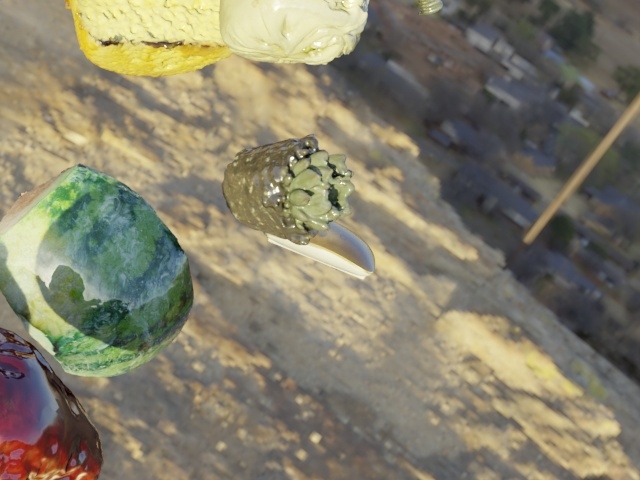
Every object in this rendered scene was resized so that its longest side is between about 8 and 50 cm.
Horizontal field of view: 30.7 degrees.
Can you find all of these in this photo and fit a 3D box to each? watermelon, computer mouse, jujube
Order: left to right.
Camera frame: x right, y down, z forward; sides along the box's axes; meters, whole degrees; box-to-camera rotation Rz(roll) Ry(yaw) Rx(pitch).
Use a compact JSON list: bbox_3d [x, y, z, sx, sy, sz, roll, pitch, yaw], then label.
[{"bbox_3d":[-0.317,0.182,1.107,0.190,0.190,0.255,57,4,40],"label":"jujube"},{"bbox_3d":[-0.286,0.060,1.549,0.305,0.224,0.180,54,-9,-26],"label":"watermelon"},{"bbox_3d":[0.001,-0.001,1.899,0.199,0.045,0.102,23,28,-6],"label":"computer mouse"}]

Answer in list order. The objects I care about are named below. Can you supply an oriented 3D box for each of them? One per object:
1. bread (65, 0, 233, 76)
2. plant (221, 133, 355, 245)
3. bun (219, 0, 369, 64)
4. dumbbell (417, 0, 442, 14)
[{"bbox_3d":[-0.254,-0.323,1.728,0.260,0.147,0.160,-7,71,-29],"label":"bread"},{"bbox_3d":[-0.036,-0.072,1.665,0.194,0.132,0.129,6,51,36],"label":"plant"},{"bbox_3d":[-0.029,-0.314,1.630,0.229,0.229,0.145,1,57,-48],"label":"bun"},{"bbox_3d":[0.089,-0.461,1.368,0.179,0.406,0.179,-13,27,7],"label":"dumbbell"}]
